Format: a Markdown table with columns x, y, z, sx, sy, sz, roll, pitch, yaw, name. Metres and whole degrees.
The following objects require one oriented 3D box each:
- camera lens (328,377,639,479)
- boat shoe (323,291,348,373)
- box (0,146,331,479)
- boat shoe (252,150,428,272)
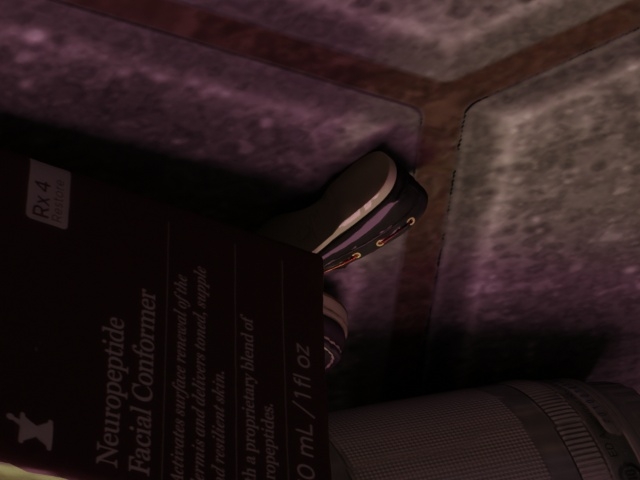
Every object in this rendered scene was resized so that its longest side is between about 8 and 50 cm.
| x | y | z | sx | sy | sz | roll | pitch | yaw | name |
| --- | --- | --- | --- | --- | --- | --- | --- | --- | --- |
| 0.080 | 0.206 | 1.148 | 0.274 | 0.219 | 0.219 | -8 | 147 | -22 | camera lens |
| -0.106 | 0.116 | 1.109 | 0.285 | 0.092 | 0.103 | -23 | 142 | 17 | boat shoe |
| -0.187 | 0.056 | 0.881 | 0.381 | 0.191 | 0.143 | 17 | 136 | -23 | box |
| 0.000 | 0.001 | 1.009 | 0.133 | 0.049 | 0.042 | -34 | 131 | 24 | boat shoe |
